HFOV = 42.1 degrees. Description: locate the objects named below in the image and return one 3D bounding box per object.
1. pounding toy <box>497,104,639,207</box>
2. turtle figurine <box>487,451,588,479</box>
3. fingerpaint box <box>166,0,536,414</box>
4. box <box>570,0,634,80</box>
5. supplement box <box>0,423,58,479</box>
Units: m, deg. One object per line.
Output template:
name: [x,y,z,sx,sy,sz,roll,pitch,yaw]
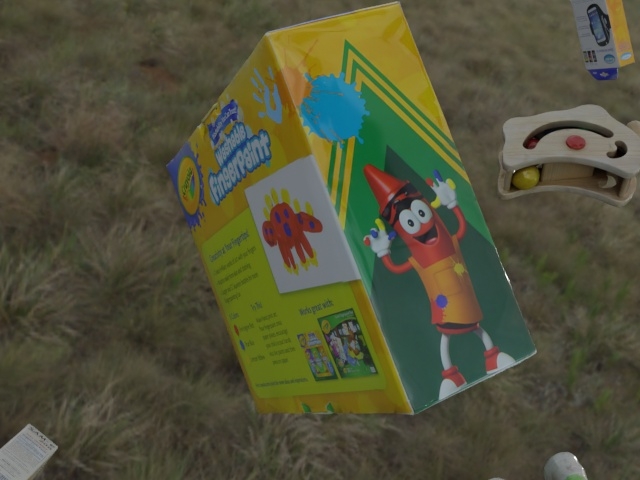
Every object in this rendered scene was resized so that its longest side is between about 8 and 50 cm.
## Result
pounding toy: [0.400,-0.102,1.286,0.269,0.155,0.154,-10,50,-5]
turtle figurine: [0.287,0.367,0.877,0.274,0.198,0.266,38,6,-21]
fingerpaint box: [0.000,0.000,0.964,0.163,0.371,0.445,-20,-4,-25]
box: [0.376,-0.283,1.112,0.028,0.136,0.081,-22,14,-10]
supplement box: [-0.271,0.204,0.701,0.036,0.062,0.098,40,11,-2]
